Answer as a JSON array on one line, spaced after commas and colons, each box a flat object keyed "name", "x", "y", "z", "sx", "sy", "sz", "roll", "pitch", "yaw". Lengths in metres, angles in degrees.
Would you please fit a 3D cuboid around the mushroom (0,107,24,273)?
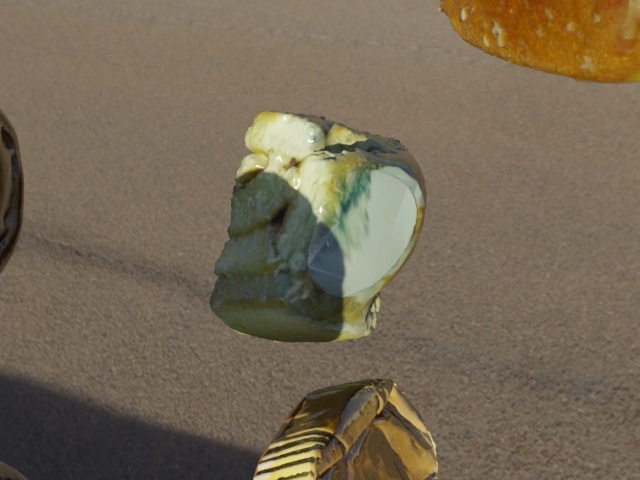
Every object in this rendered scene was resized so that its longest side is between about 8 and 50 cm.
[{"name": "mushroom", "x": -0.401, "y": -0.060, "z": 0.652, "sx": 0.153, "sy": 0.253, "sz": 0.253, "roll": 2, "pitch": 42, "yaw": 11}]

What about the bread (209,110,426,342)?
[{"name": "bread", "x": 0.000, "y": 0.009, "z": 1.016, "sx": 0.239, "sy": 0.395, "sz": 0.264, "roll": 12, "pitch": 7, "yaw": -34}]

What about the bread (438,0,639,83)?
[{"name": "bread", "x": 0.134, "y": -0.214, "z": 0.344, "sx": 0.111, "sy": 0.234, "sz": 0.184, "roll": -20, "pitch": 31, "yaw": -17}]

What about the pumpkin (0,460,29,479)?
[{"name": "pumpkin", "x": -0.304, "y": 0.279, "z": 0.400, "sx": 0.241, "sy": 0.323, "sz": 0.323, "roll": 23, "pitch": 48, "yaw": 34}]

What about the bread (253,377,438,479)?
[{"name": "bread", "x": 0.028, "y": 0.318, "z": 0.880, "sx": 0.156, "sy": 0.204, "sz": 0.288, "roll": -29, "pitch": 12, "yaw": 32}]
